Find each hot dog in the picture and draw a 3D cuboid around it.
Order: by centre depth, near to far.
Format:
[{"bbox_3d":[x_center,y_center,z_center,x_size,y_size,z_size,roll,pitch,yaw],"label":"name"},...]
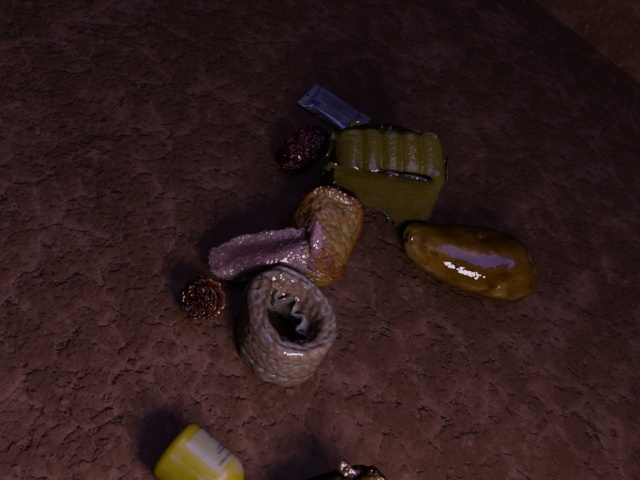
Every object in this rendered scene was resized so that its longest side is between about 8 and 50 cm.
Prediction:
[{"bbox_3d":[0.000,-0.001,2.110,0.175,0.114,0.259,28,63,-11],"label":"hot dog"}]

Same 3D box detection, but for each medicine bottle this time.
[{"bbox_3d":[-0.190,0.441,1.613,0.212,0.122,0.122,38,45,5],"label":"medicine bottle"}]

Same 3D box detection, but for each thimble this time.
[{"bbox_3d":[-0.080,0.185,1.882,0.196,0.148,0.229,-23,63,-38],"label":"thimble"}]

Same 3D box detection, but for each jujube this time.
[{"bbox_3d":[-0.051,-0.240,2.304,0.166,0.104,0.104,-28,68,-30],"label":"jujube"}]

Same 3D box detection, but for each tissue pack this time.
[{"bbox_3d":[0.042,-0.367,2.510,0.193,0.026,0.122,34,45,3],"label":"tissue pack"}]

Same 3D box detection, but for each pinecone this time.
[{"bbox_3d":[-0.251,0.127,1.872,0.102,0.102,0.109,25,15,-7],"label":"pinecone"}]

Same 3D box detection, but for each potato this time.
[{"bbox_3d":[0.385,0.044,2.249,0.369,0.176,0.195,15,73,-11],"label":"potato"}]

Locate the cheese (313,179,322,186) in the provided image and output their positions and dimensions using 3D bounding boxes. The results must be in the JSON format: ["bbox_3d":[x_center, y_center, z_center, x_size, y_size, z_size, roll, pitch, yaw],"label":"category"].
[{"bbox_3d":[0.013,-0.162,2.297,0.041,0.060,0.084,24,51,6],"label":"cheese"}]

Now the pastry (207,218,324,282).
[{"bbox_3d":[-0.113,0.034,1.971,0.265,0.112,0.102,-13,56,9],"label":"pastry"}]

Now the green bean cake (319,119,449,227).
[{"bbox_3d":[0.150,-0.175,2.237,0.310,0.285,0.202,9,62,-7],"label":"green bean cake"}]

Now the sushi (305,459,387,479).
[{"bbox_3d":[0.030,0.518,1.606,0.213,0.204,0.200,-32,76,-37],"label":"sushi"}]
